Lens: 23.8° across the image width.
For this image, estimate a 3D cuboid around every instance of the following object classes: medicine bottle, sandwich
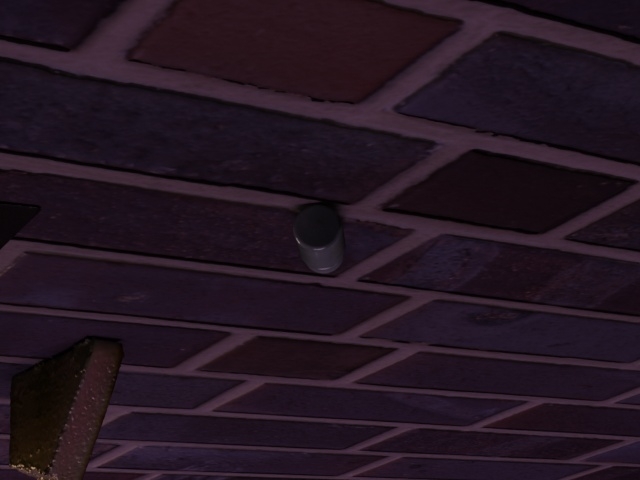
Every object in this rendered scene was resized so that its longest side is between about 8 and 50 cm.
[{"bbox_3d":[0.000,0.000,1.456,0.047,0.047,0.083,-7,161,2],"label":"medicine bottle"},{"bbox_3d":[-0.303,0.217,1.801,0.058,0.162,0.193,14,151,-37],"label":"sandwich"}]

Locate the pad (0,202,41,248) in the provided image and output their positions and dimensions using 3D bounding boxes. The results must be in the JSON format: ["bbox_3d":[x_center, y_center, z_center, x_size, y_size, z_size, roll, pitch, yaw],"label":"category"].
[{"bbox_3d":[-0.376,-0.016,1.369,0.211,0.003,0.143,7,157,-31],"label":"pad"}]
